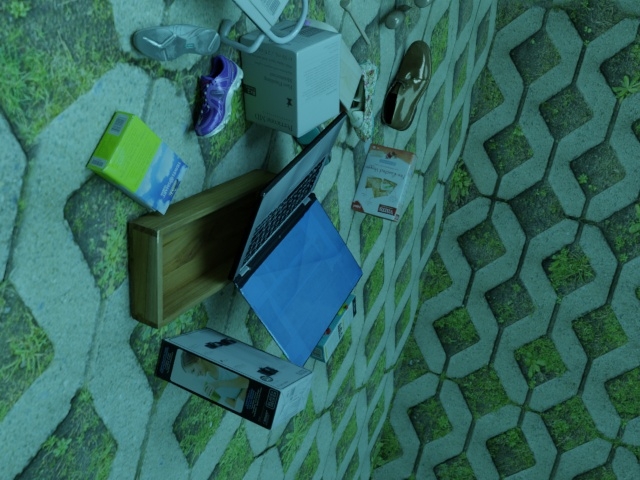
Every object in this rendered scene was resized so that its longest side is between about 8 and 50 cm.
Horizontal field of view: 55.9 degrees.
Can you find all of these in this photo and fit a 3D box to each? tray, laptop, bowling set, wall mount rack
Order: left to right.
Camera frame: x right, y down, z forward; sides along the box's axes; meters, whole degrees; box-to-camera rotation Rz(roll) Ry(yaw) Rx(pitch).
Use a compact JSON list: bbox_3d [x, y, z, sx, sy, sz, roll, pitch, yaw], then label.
[{"bbox_3d":[-0.225,-0.001,1.257,0.411,0.076,0.203,-34,136,-55],"label":"tray"},{"bbox_3d":[-0.120,-0.508,1.035,0.304,0.130,0.350,-59,157,2],"label":"wall mount rack"},{"bbox_3d":[0.000,0.000,1.345,0.382,0.236,0.408,-53,172,-46],"label":"laptop"},{"bbox_3d":[0.276,-0.766,1.738,0.200,0.287,0.154,57,38,-19],"label":"bowling set"}]

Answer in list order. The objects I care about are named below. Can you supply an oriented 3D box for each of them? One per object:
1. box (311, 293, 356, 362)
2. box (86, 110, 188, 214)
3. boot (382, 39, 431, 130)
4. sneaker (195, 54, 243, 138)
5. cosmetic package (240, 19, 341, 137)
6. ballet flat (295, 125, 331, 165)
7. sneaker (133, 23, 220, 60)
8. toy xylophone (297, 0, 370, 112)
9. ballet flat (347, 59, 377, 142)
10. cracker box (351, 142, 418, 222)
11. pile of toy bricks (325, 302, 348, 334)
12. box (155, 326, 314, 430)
[{"bbox_3d":[0.046,0.296,2.093,0.244,0.060,0.100,-54,151,-38],"label":"box"},{"bbox_3d":[-0.304,-0.127,1.026,0.109,0.042,0.178,-66,157,-13],"label":"box"},{"bbox_3d":[0.288,-0.524,2.026,0.115,0.112,0.305,-1,109,-55],"label":"boot"},{"bbox_3d":[-0.208,-0.273,1.142,0.071,0.068,0.170,34,65,-51],"label":"sneaker"},{"bbox_3d":[-0.060,-0.341,1.267,0.151,0.151,0.184,-38,140,-40],"label":"cosmetic package"},{"bbox_3d":[-0.022,-0.268,1.561,0.213,0.072,0.068,59,25,-61],"label":"ballet flat"},{"bbox_3d":[-0.246,-0.334,1.008,0.152,0.061,0.054,-17,131,-41],"label":"sneaker"},{"bbox_3d":[0.032,-0.451,1.512,0.236,0.081,0.323,-68,157,-12],"label":"toy xylophone"},{"bbox_3d":[0.113,-0.403,1.758,0.077,0.091,0.241,-12,116,-30],"label":"ballet flat"},{"bbox_3d":[0.213,-0.191,2.008,0.067,0.155,0.232,16,90,-67],"label":"cracker box"},{"bbox_3d":[0.038,0.211,1.958,0.212,0.105,0.118,-52,150,-40],"label":"pile of toy bricks"},{"bbox_3d":[-0.180,0.283,1.282,0.169,0.290,0.087,-4,111,-68],"label":"box"}]
